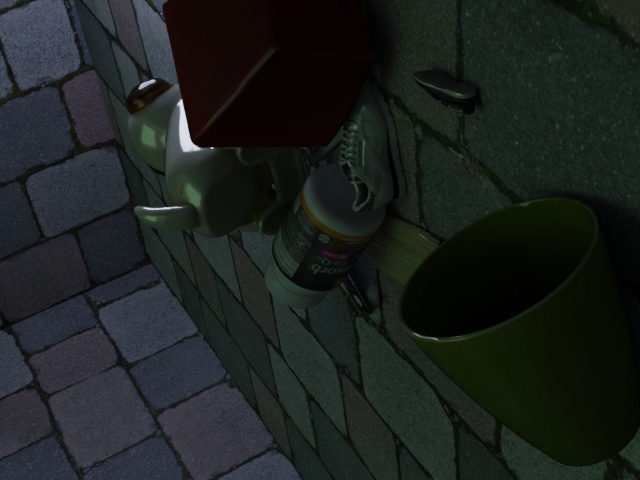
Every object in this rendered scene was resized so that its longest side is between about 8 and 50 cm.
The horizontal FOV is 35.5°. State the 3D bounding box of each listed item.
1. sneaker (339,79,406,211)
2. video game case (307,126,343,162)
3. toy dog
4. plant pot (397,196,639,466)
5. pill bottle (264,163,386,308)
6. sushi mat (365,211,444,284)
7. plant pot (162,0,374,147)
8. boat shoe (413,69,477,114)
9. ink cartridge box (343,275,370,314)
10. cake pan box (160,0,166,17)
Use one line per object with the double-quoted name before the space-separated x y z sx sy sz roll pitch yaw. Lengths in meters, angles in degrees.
"sneaker" 0.074 -0.163 1.705 0.090 0.094 0.235 27 137 65
"video game case" -0.018 -0.270 1.931 0.206 0.026 0.227 64 163 2
"toy dog" -0.235 -0.176 2.046 0.408 0.395 0.285 41 163 42
"plant pot" 0.289 0.143 1.293 0.294 0.274 0.274 56 166 -22
"pill bottle" 0.000 0.000 1.891 0.162 0.162 0.278 57 141 24
"sushi mat" 0.151 0.023 1.848 0.316 0.019 0.152 31 143 59
"plant pot" -0.066 -0.317 1.599 0.235 0.267 0.268 -34 65 54
"boat shoe" 0.178 -0.214 1.434 0.125 0.046 0.038 31 138 46
"ink cartridge box" 0.018 0.063 2.113 0.235 0.056 0.171 63 -173 10
"cake pan box" -0.184 -0.460 1.910 0.267 0.070 0.246 52 129 32
